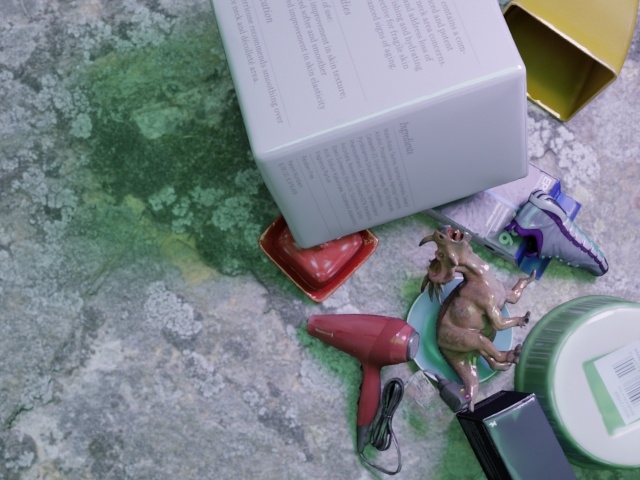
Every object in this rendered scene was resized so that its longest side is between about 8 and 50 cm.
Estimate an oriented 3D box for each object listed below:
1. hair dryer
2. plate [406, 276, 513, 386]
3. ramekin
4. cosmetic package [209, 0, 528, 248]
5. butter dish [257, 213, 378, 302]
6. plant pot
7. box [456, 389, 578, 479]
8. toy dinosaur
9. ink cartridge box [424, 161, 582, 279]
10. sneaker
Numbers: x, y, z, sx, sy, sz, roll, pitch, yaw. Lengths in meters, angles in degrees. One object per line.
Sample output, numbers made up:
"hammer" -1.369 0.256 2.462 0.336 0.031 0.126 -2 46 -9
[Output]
"hair dryer" 0.084 0.229 1.783 0.223 0.080 0.293 -43 76 15
"plate" 0.239 0.157 1.850 0.188 0.024 0.188 0 85 -4
"ramekin" 0.493 0.240 1.800 0.304 0.148 0.303 0 85 -5
"cosmetic package" 0.081 -0.241 1.648 0.394 0.327 0.329 -18 63 4
"butter dish" 0.000 0.000 1.797 0.160 0.118 0.160 -45 90 -6
"plant pot" 0.418 -0.365 1.834 0.212 0.212 0.187 35 70 -1
"box" 0.341 0.384 1.757 0.103 0.184 0.261 -26 88 -6
"toy dinosaur" 0.241 0.122 1.787 0.200 0.127 0.295 13 100 7
"ink cartridge box" 0.286 -0.084 1.858 0.333 0.065 0.165 30 82 -2
"sneaker" 0.399 0.008 1.828 0.098 0.083 0.224 -45 120 5
